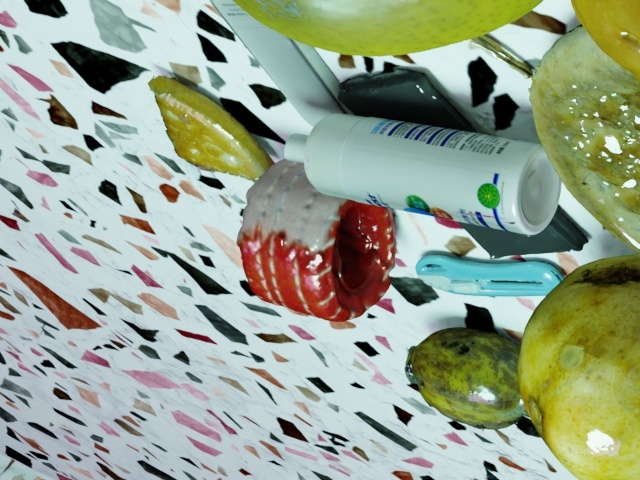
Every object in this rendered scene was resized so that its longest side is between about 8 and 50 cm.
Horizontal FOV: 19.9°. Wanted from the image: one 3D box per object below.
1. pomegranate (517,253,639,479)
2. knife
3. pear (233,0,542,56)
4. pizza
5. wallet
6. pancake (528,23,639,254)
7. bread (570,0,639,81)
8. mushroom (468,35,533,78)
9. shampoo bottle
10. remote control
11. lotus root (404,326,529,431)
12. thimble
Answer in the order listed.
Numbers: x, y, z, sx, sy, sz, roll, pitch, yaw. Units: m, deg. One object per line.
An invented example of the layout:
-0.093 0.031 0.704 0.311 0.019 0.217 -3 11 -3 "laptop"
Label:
0.327 0.138 1.834 0.260 0.260 0.260 26 157 12 "pomegranate"
0.190 0.043 2.083 0.222 0.031 0.064 1 139 50 "knife"
-0.001 -0.279 1.463 0.386 0.191 0.340 23 155 17 "pear"
-0.131 -0.124 2.133 0.178 0.041 0.131 33 155 -3 "pizza"
0.145 -0.075 1.905 0.285 0.030 0.146 43 155 -26 "wallet"
0.352 -0.071 1.602 0.382 0.071 0.382 27 157 12 "pancake"
0.294 -0.225 1.256 0.195 0.149 0.344 30 157 1 "bread"
0.082 -0.233 1.674 0.286 0.026 0.028 33 173 -7 "mushroom"
0.089 -0.073 1.829 0.303 0.092 0.092 11 150 34 "shampoo bottle"
-0.035 -0.191 1.901 0.077 0.022 0.245 5 145 43 "remote control"
0.196 0.166 2.228 0.209 0.120 0.120 16 153 31 "lotus root"
-0.004 0.000 2.068 0.125 0.163 0.189 15 152 31 "thimble"
